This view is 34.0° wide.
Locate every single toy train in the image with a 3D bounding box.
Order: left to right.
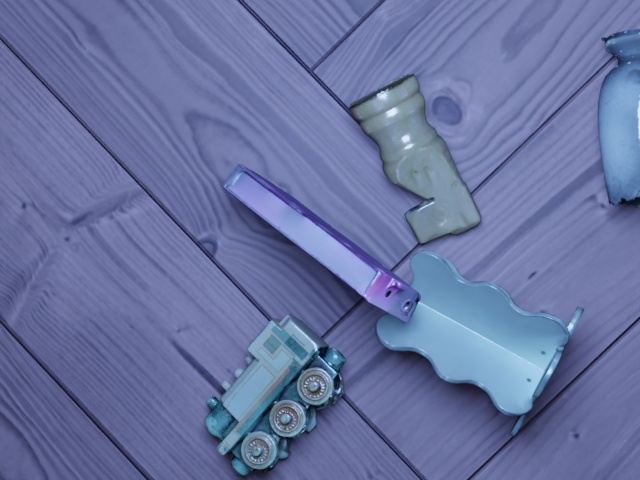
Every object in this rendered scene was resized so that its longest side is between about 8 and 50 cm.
[{"bbox_3d":[-0.059,0.189,1.268,0.125,0.081,0.194,43,95,14],"label":"toy train"}]

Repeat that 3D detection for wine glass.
[{"bbox_3d":[0.379,-0.142,1.215,0.111,0.111,0.204,1,87,4],"label":"wine glass"}]

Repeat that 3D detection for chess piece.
[{"bbox_3d":[0.118,-0.093,1.258,0.090,0.090,0.200,-28,99,4],"label":"chess piece"}]

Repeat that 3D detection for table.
[{"bbox_3d":[0.176,0.105,1.216,0.198,0.166,0.166,29,92,12],"label":"table"}]

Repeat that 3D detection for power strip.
[{"bbox_3d":[0.000,0.000,1.189,0.279,0.109,0.037,38,94,36],"label":"power strip"}]
